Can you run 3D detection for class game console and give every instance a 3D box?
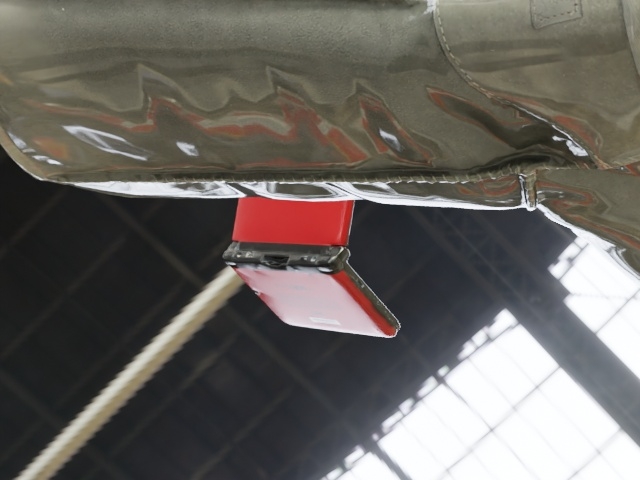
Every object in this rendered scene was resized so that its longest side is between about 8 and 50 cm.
[{"bbox_3d":[0.000,0.000,1.008,0.124,0.144,0.085,48,-115,-27],"label":"game console"}]

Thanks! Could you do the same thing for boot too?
[{"bbox_3d":[0.021,-0.024,0.395,0.208,0.076,0.190,-7,-38,24],"label":"boot"}]
